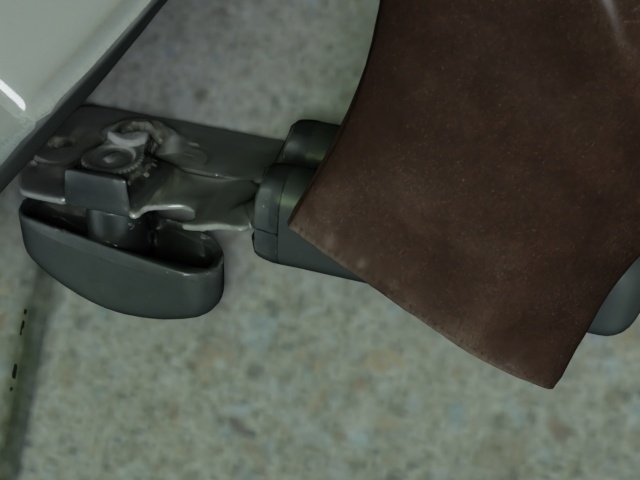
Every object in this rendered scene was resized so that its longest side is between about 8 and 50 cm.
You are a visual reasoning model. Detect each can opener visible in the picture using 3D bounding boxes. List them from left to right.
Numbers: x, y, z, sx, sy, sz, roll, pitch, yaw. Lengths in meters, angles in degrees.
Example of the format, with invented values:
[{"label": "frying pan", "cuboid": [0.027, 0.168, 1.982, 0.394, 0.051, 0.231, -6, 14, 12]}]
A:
[{"label": "can opener", "cuboid": [0.000, 0.000, 0.606, 0.283, 0.076, 0.095, 13, 127, 12]}]

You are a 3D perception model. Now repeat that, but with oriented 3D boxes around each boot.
[{"label": "boot", "cuboid": [0.044, -0.085, 0.480, 0.248, 0.090, 0.207, 35, 105, -4]}]

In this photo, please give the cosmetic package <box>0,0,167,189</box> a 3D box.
[{"label": "cosmetic package", "cuboid": [-0.254, -0.201, 0.460, 0.453, 0.230, 0.161, 41, 60, -10]}]
